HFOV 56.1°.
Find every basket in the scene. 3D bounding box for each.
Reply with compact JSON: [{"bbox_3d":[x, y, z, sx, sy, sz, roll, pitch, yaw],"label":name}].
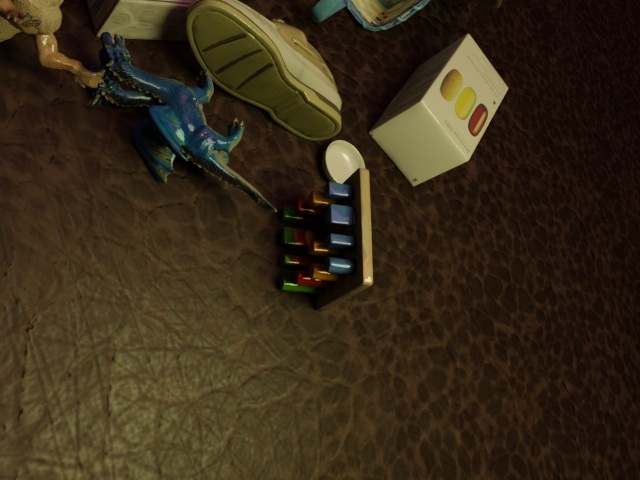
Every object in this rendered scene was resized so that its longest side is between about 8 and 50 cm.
[{"bbox_3d":[0.116,-0.483,1.030,0.201,0.254,0.289,50,32,-15],"label":"basket"}]

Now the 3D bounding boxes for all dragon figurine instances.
[{"bbox_3d":[-0.182,-0.131,0.765,0.144,0.085,0.289,-29,89,-39],"label":"dragon figurine"}]

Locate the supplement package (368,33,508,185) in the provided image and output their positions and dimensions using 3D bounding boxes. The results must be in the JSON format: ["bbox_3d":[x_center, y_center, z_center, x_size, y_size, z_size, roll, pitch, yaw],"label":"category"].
[{"bbox_3d":[0.220,-0.238,1.096,0.139,0.133,0.244,47,52,-16],"label":"supplement package"}]

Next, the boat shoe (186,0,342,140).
[{"bbox_3d":[-0.075,-0.260,0.868,0.302,0.113,0.103,35,49,-49],"label":"boat shoe"}]

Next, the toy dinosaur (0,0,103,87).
[{"bbox_3d":[-0.363,-0.266,0.650,0.295,0.127,0.200,-19,70,-23],"label":"toy dinosaur"}]

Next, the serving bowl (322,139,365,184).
[{"bbox_3d":[0.033,-0.119,0.974,0.083,0.027,0.083,14,67,-35],"label":"serving bowl"}]

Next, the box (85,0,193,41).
[{"bbox_3d":[-0.251,-0.425,0.813,0.169,0.087,0.290,-12,82,-41],"label":"box"}]

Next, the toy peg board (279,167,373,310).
[{"bbox_3d":[0.000,0.000,0.829,0.079,0.160,0.161,7,70,-21],"label":"toy peg board"}]

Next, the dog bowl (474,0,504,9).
[{"bbox_3d":[0.284,-0.657,1.138,0.408,0.150,0.408,51,10,-13],"label":"dog bowl"}]
